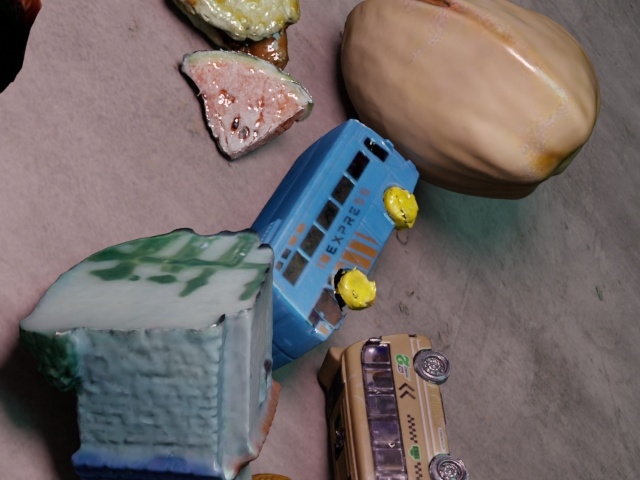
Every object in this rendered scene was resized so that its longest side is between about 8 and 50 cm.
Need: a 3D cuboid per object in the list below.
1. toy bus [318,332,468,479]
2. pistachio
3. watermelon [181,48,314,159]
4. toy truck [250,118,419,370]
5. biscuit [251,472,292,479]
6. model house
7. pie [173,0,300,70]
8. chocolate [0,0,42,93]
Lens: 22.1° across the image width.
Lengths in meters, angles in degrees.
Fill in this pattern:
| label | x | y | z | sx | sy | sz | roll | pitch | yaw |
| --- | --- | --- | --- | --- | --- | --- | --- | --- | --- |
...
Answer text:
| label | x | y | z | sx | sy | sz | roll | pitch | yaw |
| --- | --- | --- | --- | --- | --- | --- | --- | --- | --- |
| toy bus | 0.089 | 0.264 | 2.125 | 0.157 | 0.139 | 0.290 | 5 | 52 | -14 |
| pistachio | 0.210 | -0.212 | 2.330 | 0.281 | 0.445 | 0.365 | -44 | 127 | -17 |
| watermelon | -0.109 | -0.179 | 2.198 | 0.187 | 0.071 | 0.139 | 20 | 92 | -6 |
| toy truck | 0.000 | 0.000 | 2.177 | 0.162 | 0.161 | 0.385 | 46 | 43 | -14 |
| biscuit | -0.057 | 0.429 | 1.995 | 0.208 | 0.041 | 0.290 | 17 | 63 | -46 |
| model house | -0.164 | 0.189 | 1.872 | 0.295 | 0.251 | 0.329 | -72 | 155 | -69 |
| pie | -0.120 | -0.384 | 2.250 | 0.257 | 0.105 | 0.274 | 38 | 46 | -33 |
| chocolate | -0.451 | -0.315 | 1.734 | 0.340 | 0.225 | 0.210 | 32 | 43 | -42 |
